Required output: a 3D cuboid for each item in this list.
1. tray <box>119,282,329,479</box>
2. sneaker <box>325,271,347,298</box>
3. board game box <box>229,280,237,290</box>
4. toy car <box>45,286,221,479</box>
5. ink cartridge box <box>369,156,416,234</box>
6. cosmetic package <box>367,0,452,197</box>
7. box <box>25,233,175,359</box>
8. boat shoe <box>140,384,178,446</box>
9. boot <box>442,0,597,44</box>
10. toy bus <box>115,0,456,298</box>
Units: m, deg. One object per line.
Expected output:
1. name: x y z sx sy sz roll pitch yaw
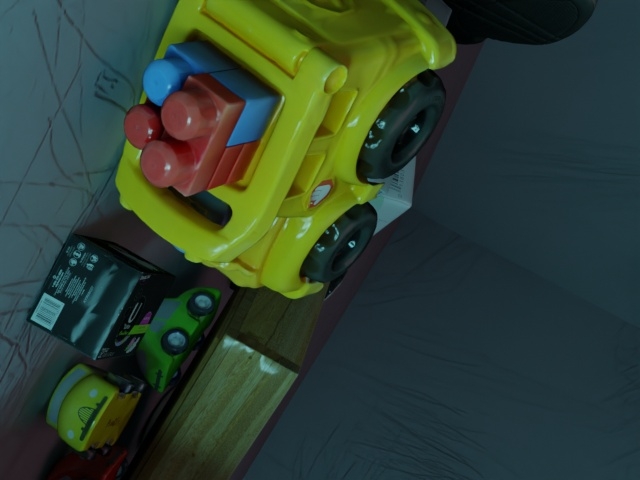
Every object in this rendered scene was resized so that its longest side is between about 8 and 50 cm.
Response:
1. tray: -0.129 0.200 1.018 0.411 0.076 0.203 -59 -176 26
2. sneaker: 0.000 0.000 1.394 0.271 0.100 0.108 -59 178 -28
3. board game box: -0.024 -0.063 1.166 0.165 0.042 0.243 -57 172 -38
4. toy car: -0.153 0.117 0.874 0.225 0.053 0.239 -57 173 -39
5. ink cartridge box: 0.033 -0.075 1.244 0.225 0.056 0.181 -37 -141 51
6. cosmetic package: 0.047 -0.134 1.029 0.099 0.060 0.239 -22 -142 48
7. box: -0.135 0.036 0.683 0.062 0.052 0.083 -61 172 0
8. boat shoe: -0.111 0.193 1.316 0.112 0.095 0.335 -64 173 20
9. boot: 0.213 -0.352 1.128 0.284 0.138 0.377 -64 -166 0
10. toy bus: -0.048 -0.056 0.658 0.211 0.149 0.220 -28 150 -55
